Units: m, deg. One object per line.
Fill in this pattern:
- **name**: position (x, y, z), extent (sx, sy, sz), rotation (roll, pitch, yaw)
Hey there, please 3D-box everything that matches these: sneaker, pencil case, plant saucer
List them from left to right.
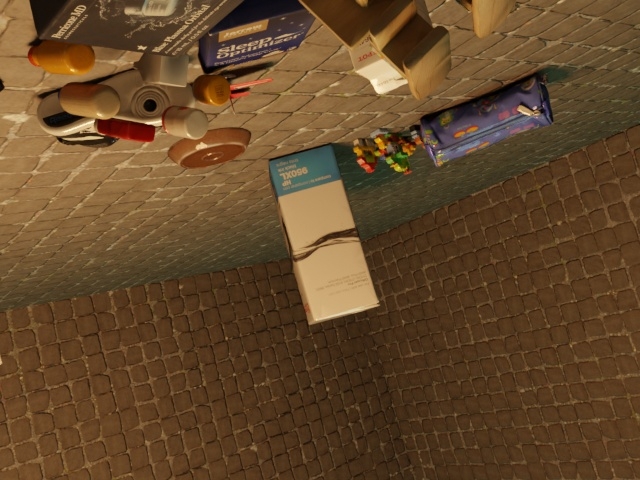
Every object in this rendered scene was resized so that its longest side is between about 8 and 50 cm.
- **sneaker**: position (-0.281, -0.186, 0.962), extent (0.217, 0.079, 0.121), rotation (-8, 176, -1)
- **plant saucer**: position (-0.215, -0.177, 1.315), extent (0.168, 0.029, 0.168), rotation (-16, 174, -2)
- **pencil case**: position (0.378, -0.270, 1.519), extent (0.306, 0.119, 0.133), rotation (-19, -159, 20)

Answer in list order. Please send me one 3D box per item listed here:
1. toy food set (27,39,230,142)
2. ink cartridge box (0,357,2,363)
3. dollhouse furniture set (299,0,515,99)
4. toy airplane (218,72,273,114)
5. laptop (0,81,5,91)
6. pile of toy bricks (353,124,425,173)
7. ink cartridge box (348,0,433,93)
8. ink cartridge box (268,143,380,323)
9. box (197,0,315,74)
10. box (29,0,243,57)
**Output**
- **toy food set**: position (-0.235, -0.182, 0.829), extent (0.104, 0.111, 0.232), rotation (15, -167, 41)
- **ink cartridge box**: position (-0.759, 0.127, 1.315), extent (0.223, 0.307, 0.129), rotation (-22, 170, 42)
- **dollhouse furniture set**: position (0.093, -0.272, 0.594), extent (0.242, 0.212, 0.161), rotation (-44, 167, 6)
- **toy airplane**: position (-0.145, -0.234, 1.042), extent (0.151, 0.028, 0.151), rotation (-14, 173, -2)
- **laptop**: position (-0.450, -0.087, 0.708), extent (0.264, 0.136, 0.234), rotation (-41, 177, -10)
- **pile of toy bricks**: position (0.190, -0.211, 1.624), extent (0.212, 0.105, 0.118), rotation (-9, 169, -45)
- **ink cartridge box**: position (0.085, -0.267, 0.834), extent (0.092, 0.143, 0.090), rotation (-20, 172, 26)
- **ink cartridge box**: position (0.000, 0.000, 1.656), extent (0.166, 0.395, 0.285), rotation (-16, 172, -5)
- **box**: position (-0.078, -0.257, 0.804), extent (0.136, 0.036, 0.225), rotation (-19, -177, -10)
- **box**: position (-0.165, -0.253, 0.617), extent (0.158, 0.093, 0.156), rotation (-6, 168, -46)
